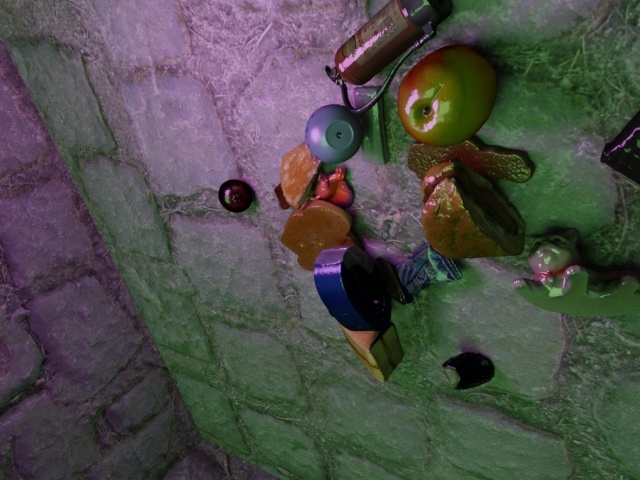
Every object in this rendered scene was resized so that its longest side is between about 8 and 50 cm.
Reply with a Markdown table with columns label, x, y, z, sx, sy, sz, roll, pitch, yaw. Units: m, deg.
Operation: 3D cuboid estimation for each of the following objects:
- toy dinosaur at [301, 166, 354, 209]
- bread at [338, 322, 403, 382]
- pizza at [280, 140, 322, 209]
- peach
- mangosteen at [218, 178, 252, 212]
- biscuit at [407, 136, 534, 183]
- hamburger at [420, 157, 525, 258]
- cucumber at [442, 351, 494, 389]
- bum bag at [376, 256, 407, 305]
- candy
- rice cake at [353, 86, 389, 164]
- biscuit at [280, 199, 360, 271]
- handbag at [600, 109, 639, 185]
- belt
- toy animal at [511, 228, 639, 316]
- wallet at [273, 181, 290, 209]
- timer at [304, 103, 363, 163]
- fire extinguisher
| label | x | y | z | sx | sy | sz | roll | pitch | yaw |
| --- | --- | --- | --- | --- | --- | --- | --- | --- | --- |
| toy dinosaur | 0.027 | -0.137 | 1.601 | 0.139 | 0.070 | 0.286 | 26 | 140 | -9 |
| bread | 0.153 | 0.409 | 1.822 | 0.264 | 0.163 | 0.167 | -8 | 116 | 43 |
| pizza | -0.060 | -0.232 | 1.558 | 0.262 | 0.034 | 0.181 | -52 | 55 | 41 |
| peach | 0.286 | -0.327 | 1.111 | 0.231 | 0.231 | 0.230 | 22 | 132 | 26 |
| mangosteen | -0.319 | -0.169 | 1.816 | 0.140 | 0.140 | 0.140 | 22 | 132 | 26 |
| biscuit | 0.380 | -0.190 | 1.263 | 0.320 | 0.047 | 0.183 | 1 | 125 | 39 |
| hamburger | 0.357 | -0.047 | 1.255 | 0.330 | 0.161 | 0.209 | 31 | 147 | -29 |
| cucumber | 0.483 | 0.415 | 1.579 | 0.086 | 0.193 | 0.115 | -45 | 59 | 46 |
| bum bag | 0.230 | 0.133 | 1.609 | 0.159 | 0.026 | 0.109 | 65 | 169 | -15 |
| candy | 0.313 | 0.102 | 1.529 | 0.145 | 0.070 | 0.275 | 54 | 143 | 3 |
| rice cake | 0.141 | -0.317 | 1.367 | 0.080 | 0.042 | 0.221 | 10 | 128 | 32 |
| biscuit | 0.002 | -0.003 | 1.689 | 0.270 | 0.051 | 0.375 | 28 | 142 | 1 |
| handbag | 0.725 | -0.175 | 0.963 | 0.247 | 0.080 | 0.223 | 37 | 138 | 12 |
| belt | 0.116 | 0.163 | 1.610 | 0.117 | 0.212 | 0.346 | -8 | 133 | 37 |
| toy animal | 0.659 | 0.072 | 1.179 | 0.308 | 0.188 | 0.266 | -25 | 125 | 36 |
| wallet | -0.099 | -0.178 | 1.670 | 0.176 | 0.026 | 0.095 | -39 | 70 | 47 |
| timer | 0.045 | -0.305 | 1.362 | 0.176 | 0.255 | 0.175 | 4 | 113 | 10 |
| fire extinguisher | 0.134 | -0.450 | 1.178 | 0.113 | 0.200 | 0.376 | 24 | 150 | -30 |
